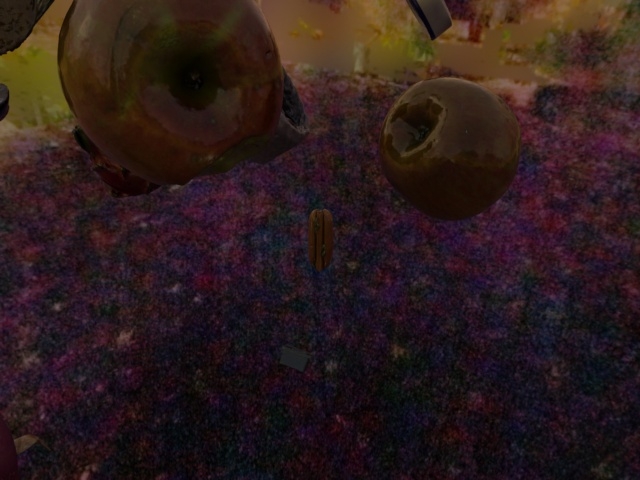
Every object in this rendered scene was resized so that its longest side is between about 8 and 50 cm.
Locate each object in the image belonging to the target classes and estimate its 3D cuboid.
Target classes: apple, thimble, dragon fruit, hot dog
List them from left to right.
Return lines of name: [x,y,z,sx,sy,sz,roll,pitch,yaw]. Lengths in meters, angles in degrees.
dragon fruit: [-0.540,-0.242,1.174,0.200,0.269,0.198,-30,48,-16]
apple: [-0.230,-0.260,0.674,0.339,0.340,0.340,4,29,-2]
thimble: [-0.146,-0.339,1.076,0.157,0.246,0.217,-23,-1,23]
hot dog: [0.000,0.000,1.615,0.100,0.250,0.068,3,21,9]
apple: [0.235,-0.175,0.789,0.264,0.265,0.264,4,29,-2]

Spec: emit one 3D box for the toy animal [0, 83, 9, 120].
toy animal: [-0.855,-0.296,0.953,0.266,0.213,0.212,-22,10,39]

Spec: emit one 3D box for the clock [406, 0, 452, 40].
clock: [0.308,-0.726,1.252,0.083,0.230,0.230,-34,21,22]

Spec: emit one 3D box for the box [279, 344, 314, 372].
box: [-0.074,0.355,1.250,0.099,0.054,0.074,18,-9,10]

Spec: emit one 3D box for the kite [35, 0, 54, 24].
kite: [-0.849,-0.777,1.183,0.406,0.369,0.014,35,36,16]

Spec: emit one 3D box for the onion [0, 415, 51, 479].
onion: [-0.777,0.471,0.856,0.357,0.359,0.345,12,33,12]

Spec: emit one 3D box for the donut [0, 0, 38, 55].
donut: [-0.717,-0.493,0.811,0.271,0.272,0.107,-20,27,-37]
